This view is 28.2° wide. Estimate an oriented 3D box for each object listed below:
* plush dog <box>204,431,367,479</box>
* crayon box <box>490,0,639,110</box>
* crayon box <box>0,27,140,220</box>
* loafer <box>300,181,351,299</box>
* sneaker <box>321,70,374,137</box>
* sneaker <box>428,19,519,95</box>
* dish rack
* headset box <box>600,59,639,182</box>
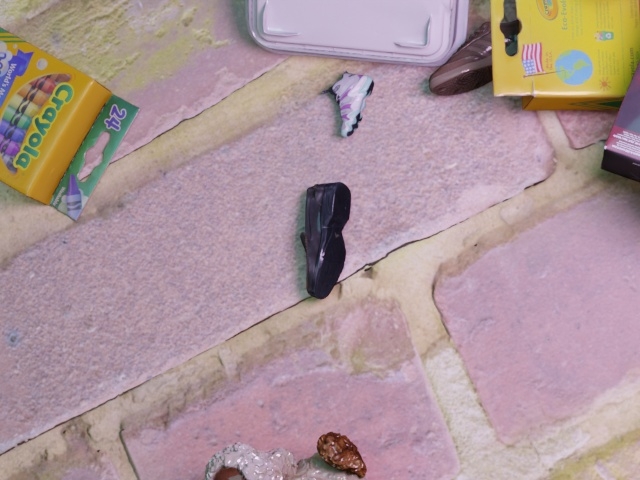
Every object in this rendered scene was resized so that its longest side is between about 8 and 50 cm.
[{"bbox_3d":[-0.040,0.363,1.732,0.225,0.210,0.262,0,109,-2],"label":"plush dog"},{"bbox_3d":[0.384,-0.283,1.740,0.318,0.081,0.202,0,81,-2],"label":"crayon box"},{"bbox_3d":[-0.465,-0.196,1.940,0.323,0.083,0.203,29,88,14],"label":"crayon box"},{"bbox_3d":[0.000,0.000,1.827,0.061,0.062,0.170,3,77,35],"label":"loafer"},{"bbox_3d":[0.031,-0.201,1.860,0.069,0.038,0.098,19,76,16],"label":"sneaker"},{"bbox_3d":[0.233,-0.270,1.818,0.188,0.066,0.071,-23,68,-1],"label":"sneaker"},{"bbox_3d":[0.044,-0.385,1.799,0.332,0.072,0.286,7,114,12],"label":"dish rack"},{"bbox_3d":[0.499,-0.170,1.611,0.218,0.110,0.293,22,83,14],"label":"headset box"}]
